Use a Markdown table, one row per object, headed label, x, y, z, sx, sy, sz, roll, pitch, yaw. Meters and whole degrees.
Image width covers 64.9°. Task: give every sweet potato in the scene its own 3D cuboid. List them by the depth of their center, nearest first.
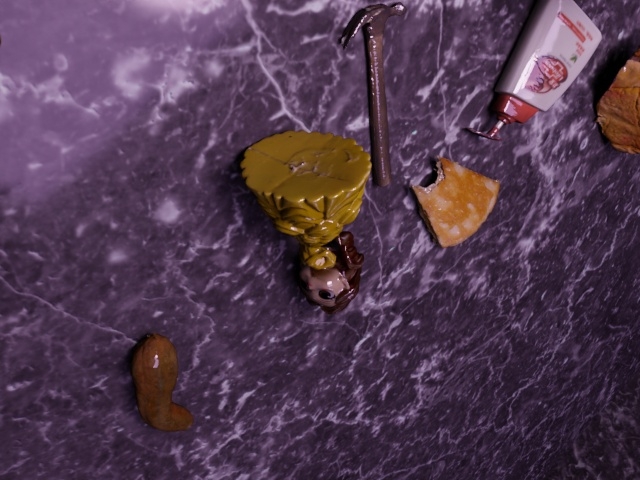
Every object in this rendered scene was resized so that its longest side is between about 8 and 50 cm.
| label | x | y | z | sx | sy | sz | roll | pitch | yaw |
| --- | --- | --- | --- | --- | --- | --- | --- | --- | --- |
| sweet potato | -0.260 | 0.250 | 0.821 | 0.081 | 0.062 | 0.232 | -21 | 128 | -26 |

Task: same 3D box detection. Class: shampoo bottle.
| label | x | y | z | sx | sy | sz | roll | pitch | yaw |
| --- | --- | --- | --- | --- | --- | --- | --- | --- | --- |
| shampoo bottle | 0.392 | -0.304 | 0.947 | 0.153 | 0.071 | 0.284 | 30 | 98 | -24 |

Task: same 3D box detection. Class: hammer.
| label | x | y | z | sx | sy | sz | roll | pitch | yaw |
| --- | --- | --- | --- | --- | --- | --- | --- | --- | --- |
| hammer | 0.096 | -0.224 | 0.823 | 0.125 | 0.027 | 0.297 | -25 | 127 | -22 |

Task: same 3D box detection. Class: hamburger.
| label | x | y | z | sx | sy | sz | roll | pitch | yaw |
| --- | --- | --- | --- | --- | --- | --- | --- | --- | --- |
| hamburger | 0.732 | -0.310 | 1.129 | 0.155 | 0.245 | 0.282 | -51 | 176 | -7 |

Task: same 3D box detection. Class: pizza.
| label | x | y | z | sx | sy | sz | roll | pitch | yaw |
| --- | --- | --- | --- | --- | --- | --- | --- | --- | --- |
| pizza | 0.261 | -0.077 | 1.013 | 0.262 | 0.034 | 0.181 | 21 | 101 | -41 |

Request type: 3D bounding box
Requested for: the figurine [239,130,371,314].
| label | x | y | z | sx | sy | sz | roll | pitch | yaw |
| --- | --- | --- | --- | --- | --- | --- | --- | --- | --- |
| figurine | -0.002 | 0.003 | 0.800 | 0.188 | 0.167 | 0.315 | 1 | 135 | 12 |
